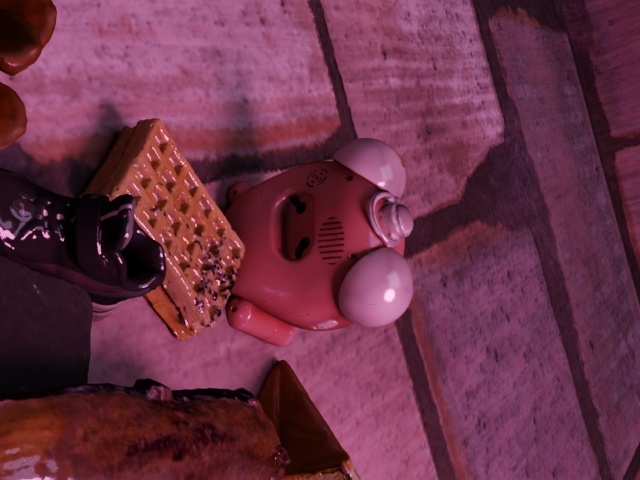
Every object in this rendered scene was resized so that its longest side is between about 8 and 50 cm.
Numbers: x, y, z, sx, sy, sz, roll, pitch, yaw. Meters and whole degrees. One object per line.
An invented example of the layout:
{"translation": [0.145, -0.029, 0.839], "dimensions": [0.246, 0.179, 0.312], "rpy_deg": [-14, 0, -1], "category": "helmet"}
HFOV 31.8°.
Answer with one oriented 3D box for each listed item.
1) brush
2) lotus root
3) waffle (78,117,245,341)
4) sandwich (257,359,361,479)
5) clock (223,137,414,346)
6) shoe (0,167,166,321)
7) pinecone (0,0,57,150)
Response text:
{"translation": [-0.205, 0.061, 0.614], "dimensions": [0.197, 0.059, 0.123], "rpy_deg": [33, 47, -55], "category": "brush"}
{"translation": [-0.102, 0.169, 0.662], "dimensions": [0.329, 0.078, 0.167], "rpy_deg": [4, 108, -59], "category": "lotus root"}
{"translation": [-0.115, -0.008, 0.850], "dimensions": [0.148, 0.042, 0.102], "rpy_deg": [59, 30, -31], "category": "waffle"}
{"translation": [0.004, 0.164, 0.917], "dimensions": [0.079, 0.113, 0.163], "rpy_deg": [62, 28, -24], "category": "sandwich"}
{"translation": [0.000, 0.000, 0.942], "dimensions": [0.092, 0.162, 0.166], "rpy_deg": [33, 47, -51], "category": "clock"}
{"translation": [-0.153, -0.005, 0.709], "dimensions": [0.169, 0.099, 0.071], "rpy_deg": [40, 45, -49], "category": "shoe"}
{"translation": [-0.222, -0.109, 0.459], "dimensions": [0.264, 0.264, 0.264], "rpy_deg": [40, 43, -50], "category": "pinecone"}
